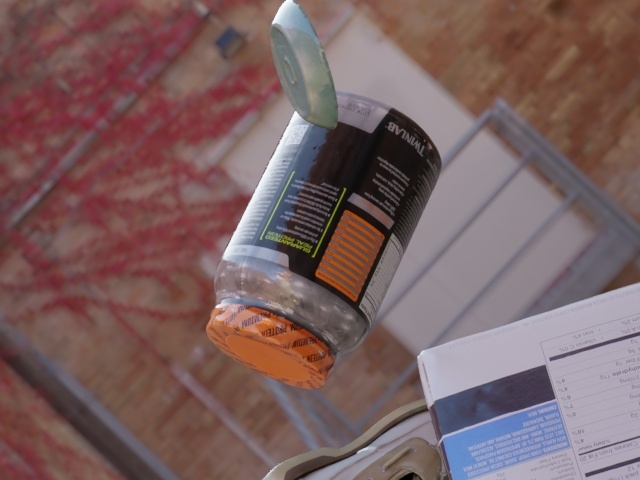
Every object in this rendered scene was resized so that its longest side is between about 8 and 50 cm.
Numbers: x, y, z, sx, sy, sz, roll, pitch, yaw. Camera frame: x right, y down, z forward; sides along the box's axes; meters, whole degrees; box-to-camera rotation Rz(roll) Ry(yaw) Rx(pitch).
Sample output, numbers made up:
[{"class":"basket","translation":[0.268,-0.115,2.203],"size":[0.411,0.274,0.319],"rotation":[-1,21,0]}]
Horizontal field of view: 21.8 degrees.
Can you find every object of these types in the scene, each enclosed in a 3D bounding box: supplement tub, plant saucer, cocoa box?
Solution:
[{"class":"supplement tub","translation":[0.000,0.000,1.936],"size":[0.316,0.193,0.193],"rotation":[-64,1,-20]},{"class":"plant saucer","translation":[-0.018,-0.148,1.431],"size":[0.021,0.119,0.119],"rotation":[-20,-12,-12]},{"class":"cocoa box","translation":[0.257,0.247,1.545],"size":[0.231,0.228,0.347],"rotation":[-19,-39,7]}]

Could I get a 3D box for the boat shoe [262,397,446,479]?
[{"class":"boat shoe","translation":[0.070,0.250,1.685],"size":[0.302,0.103,0.113],"rotation":[-20,-45,-41]}]
